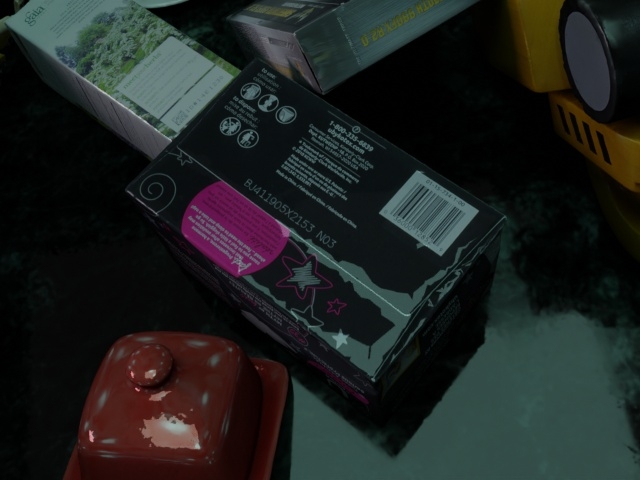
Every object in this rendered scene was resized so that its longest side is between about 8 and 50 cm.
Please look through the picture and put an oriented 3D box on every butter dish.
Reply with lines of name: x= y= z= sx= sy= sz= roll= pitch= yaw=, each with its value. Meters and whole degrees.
butter dish: x=-0.116 y=0.124 z=0.613 sx=0.160 sy=0.118 sz=0.160 roll=2 pitch=45 yaw=9

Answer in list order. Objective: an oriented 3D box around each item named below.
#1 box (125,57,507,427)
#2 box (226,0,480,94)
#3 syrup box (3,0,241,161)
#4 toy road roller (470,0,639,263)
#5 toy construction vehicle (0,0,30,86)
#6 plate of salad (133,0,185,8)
box: x=0.000 y=0.000 z=0.658 sx=0.247 sy=0.142 sz=0.163 roll=36 pitch=73 yaw=20
box: x=0.030 y=-0.212 z=0.729 sx=0.183 sy=0.056 sz=0.231 roll=-33 pitch=25 yaw=-8
syrup box: x=-0.178 y=-0.157 z=0.780 sx=0.237 sy=0.096 sz=0.093 roll=35 pitch=72 yaw=21
toy road roller: x=0.276 y=-0.128 z=0.677 sx=0.202 sy=0.241 sz=0.329 roll=-18 pitch=27 yaw=0
toy construction vehicle: x=-0.319 y=-0.205 z=0.828 sx=0.035 sy=0.098 sz=0.086 roll=39 pitch=55 yaw=0
plate of salad: x=-0.175 y=-0.339 z=0.893 sx=0.199 sy=0.048 sz=0.200 roll=-3 pitch=64 yaw=6
